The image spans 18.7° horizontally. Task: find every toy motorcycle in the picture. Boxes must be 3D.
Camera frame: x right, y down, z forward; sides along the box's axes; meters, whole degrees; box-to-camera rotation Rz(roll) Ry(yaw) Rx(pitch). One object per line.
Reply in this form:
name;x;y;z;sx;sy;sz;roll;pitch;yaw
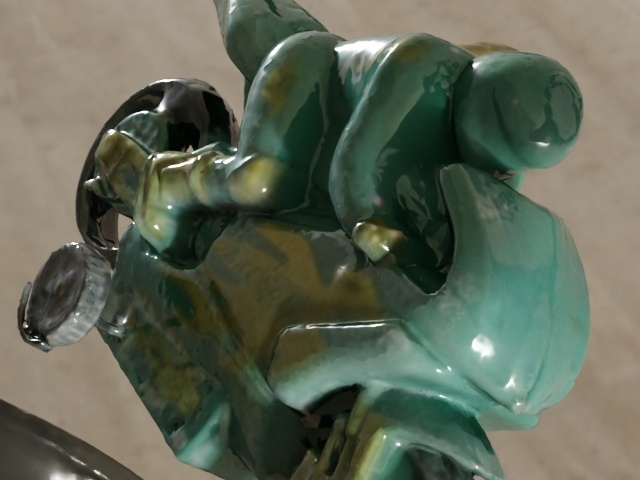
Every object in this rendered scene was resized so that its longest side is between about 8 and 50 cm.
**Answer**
toy motorcycle;-0.001;-0.001;0.676;0.198;0.109;0.296;-52;-139;10

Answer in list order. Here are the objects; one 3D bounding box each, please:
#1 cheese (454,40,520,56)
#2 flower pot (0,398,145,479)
cheese;0.070;-0.081;1.574;0.214;0.226;0.117;-27;-109;61
flower pot;-0.198;0.199;1.013;0.269;0.269;0.166;111;5;-57
